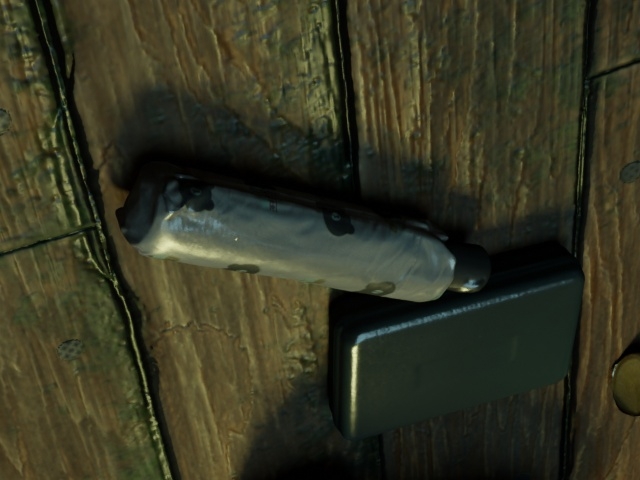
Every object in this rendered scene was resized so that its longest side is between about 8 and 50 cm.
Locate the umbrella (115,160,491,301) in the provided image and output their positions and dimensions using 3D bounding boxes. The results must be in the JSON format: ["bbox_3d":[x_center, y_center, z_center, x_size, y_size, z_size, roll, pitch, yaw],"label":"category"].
[{"bbox_3d":[0.000,0.000,1.173,0.337,0.067,0.073,11,137,-36],"label":"umbrella"}]

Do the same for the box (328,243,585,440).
[{"bbox_3d":[0.119,0.092,1.338,0.230,0.050,0.160,-14,137,-14],"label":"box"}]

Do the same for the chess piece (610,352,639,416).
[{"bbox_3d":[0.356,0.143,1.505,0.122,0.066,0.066,1,132,-36],"label":"chess piece"}]
